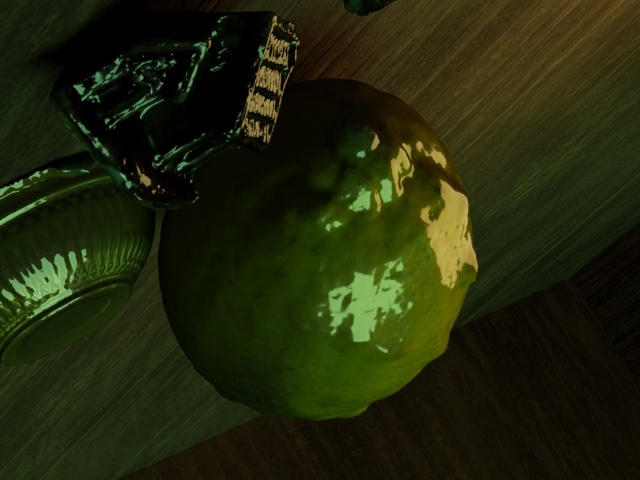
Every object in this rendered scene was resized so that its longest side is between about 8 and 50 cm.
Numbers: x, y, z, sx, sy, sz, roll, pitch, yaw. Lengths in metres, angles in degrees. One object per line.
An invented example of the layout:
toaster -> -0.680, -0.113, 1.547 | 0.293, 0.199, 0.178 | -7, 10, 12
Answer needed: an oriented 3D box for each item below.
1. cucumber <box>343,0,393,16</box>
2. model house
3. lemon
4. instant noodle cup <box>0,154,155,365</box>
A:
cucumber -> 0.139, -0.245, 1.308 | 0.300, 0.072, 0.072 | -27, 167, -20
model house -> -0.086, -0.104, 1.253 | 0.152, 0.106, 0.165 | -32, 172, 12
lemon -> -0.001, 0.003, 1.536 | 0.285, 0.285, 0.316 | -16, 134, -50
instant noodle cup -> -0.228, 0.034, 1.503 | 0.274, 0.091, 0.274 | -30, 168, -7
